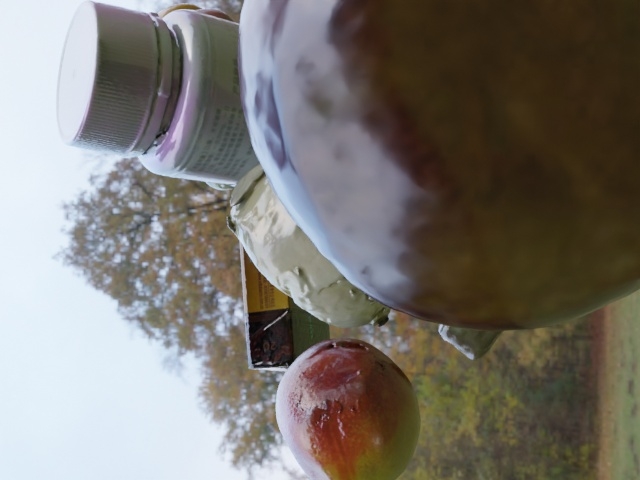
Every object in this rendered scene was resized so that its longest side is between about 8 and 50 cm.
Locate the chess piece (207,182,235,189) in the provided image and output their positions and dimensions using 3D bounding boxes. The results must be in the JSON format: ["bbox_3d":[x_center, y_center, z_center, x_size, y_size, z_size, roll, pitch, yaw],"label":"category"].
[{"bbox_3d":[-0.116,-0.149,1.573,0.133,0.243,0.133,177,90,-76],"label":"chess piece"}]

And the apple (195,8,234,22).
[{"bbox_3d":[-0.198,-0.352,1.448,0.153,0.120,0.153,55,-164,-25],"label":"apple"}]

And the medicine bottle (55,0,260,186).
[{"bbox_3d":[-0.205,-0.211,1.138,0.302,0.241,0.241,7,-97,-33],"label":"medicine bottle"}]

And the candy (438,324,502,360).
[{"bbox_3d":[0.326,0.112,1.504,0.234,0.104,0.102,-50,3,3],"label":"candy"}]

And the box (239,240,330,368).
[{"bbox_3d":[-0.080,0.093,1.813,0.264,0.116,0.415,30,-127,-69],"label":"box"}]

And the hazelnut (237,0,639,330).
[{"bbox_3d":[0.124,-0.118,0.681,0.402,0.429,0.402,-50,11,14],"label":"hazelnut"}]

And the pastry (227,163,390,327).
[{"bbox_3d":[0.002,0.001,1.024,0.265,0.133,0.265,45,-165,-15],"label":"pastry"}]

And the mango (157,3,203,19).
[{"bbox_3d":[-0.315,-0.396,1.713,0.176,0.119,0.317,45,-127,-41],"label":"mango"}]

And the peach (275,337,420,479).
[{"bbox_3d":[0.041,0.262,1.185,0.231,0.231,0.231,1,-90,-73],"label":"peach"}]
